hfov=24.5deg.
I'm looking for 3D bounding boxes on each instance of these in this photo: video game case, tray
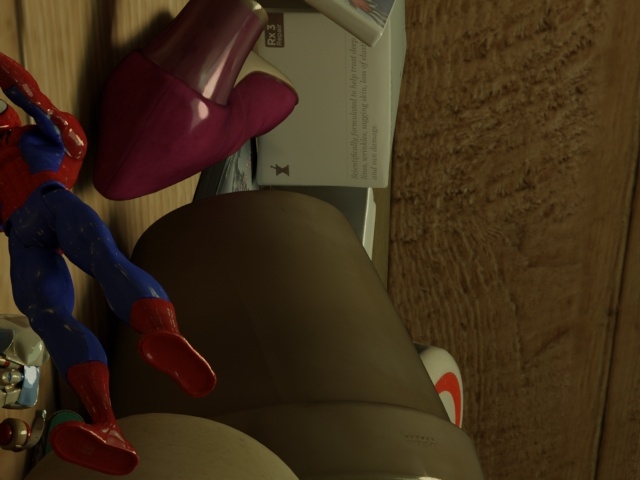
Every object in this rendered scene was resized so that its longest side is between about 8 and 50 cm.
[{"bbox_3d":[-0.095,-0.006,1.602,0.274,0.026,0.196,89,10,-45],"label":"video game case"},{"bbox_3d":[-0.013,-0.280,1.446,0.023,0.201,0.183,-52,-172,26],"label":"video game case"},{"bbox_3d":[0.000,0.000,1.756,0.270,0.030,0.145,1,-96,65],"label":"tray"}]

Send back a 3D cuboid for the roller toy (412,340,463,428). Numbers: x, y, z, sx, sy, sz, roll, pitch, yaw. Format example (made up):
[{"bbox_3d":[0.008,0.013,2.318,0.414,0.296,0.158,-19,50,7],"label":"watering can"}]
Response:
[{"bbox_3d":[0.060,0.194,1.475,0.191,0.146,0.209,50,53,-61],"label":"roller toy"}]

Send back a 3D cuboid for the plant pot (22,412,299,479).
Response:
[{"bbox_3d":[-0.096,0.247,0.823,0.305,0.333,0.334,-104,-163,-79],"label":"plant pot"}]

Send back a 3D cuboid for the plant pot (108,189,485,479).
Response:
[{"bbox_3d":[-0.045,0.123,1.171,0.323,0.323,0.280,81,0,-61],"label":"plant pot"}]

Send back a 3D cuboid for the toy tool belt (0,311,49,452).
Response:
[{"bbox_3d":[-0.194,0.082,0.873,0.051,0.052,0.083,16,73,-50],"label":"toy tool belt"}]

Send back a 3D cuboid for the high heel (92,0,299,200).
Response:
[{"bbox_3d":[-0.117,-0.100,1.234,0.181,0.127,0.377,-55,173,-4],"label":"high heel"}]

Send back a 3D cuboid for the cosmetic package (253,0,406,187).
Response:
[{"bbox_3d":[0.019,-0.241,1.720,0.385,0.156,0.217,-82,172,-57],"label":"cosmetic package"}]

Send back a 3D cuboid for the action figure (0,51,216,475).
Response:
[{"bbox_3d":[-0.158,-0.019,0.736,0.139,0.091,0.280,41,8,-38],"label":"action figure"}]

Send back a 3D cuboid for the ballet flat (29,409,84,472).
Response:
[{"bbox_3d":[-0.185,0.174,1.011,0.041,0.041,0.114,80,18,-63],"label":"ballet flat"}]
